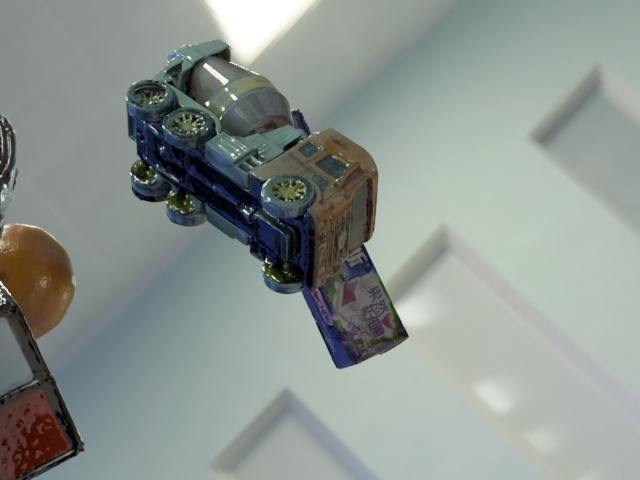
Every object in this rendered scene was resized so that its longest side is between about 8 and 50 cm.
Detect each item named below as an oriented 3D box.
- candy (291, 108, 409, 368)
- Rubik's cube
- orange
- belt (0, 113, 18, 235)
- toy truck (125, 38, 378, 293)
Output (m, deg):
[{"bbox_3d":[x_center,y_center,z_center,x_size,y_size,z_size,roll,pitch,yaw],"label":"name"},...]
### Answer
[{"bbox_3d":[0.000,0.000,2.242,0.088,0.312,0.061,-27,2,-26],"label":"candy"},{"bbox_3d":[-0.355,0.144,1.813,0.183,0.167,0.180,-25,-67,-14],"label":"Rubik's cube"},{"bbox_3d":[-0.394,0.056,2.444,0.156,0.156,0.124,-46,-9,-2],"label":"orange"},{"bbox_3d":[-0.447,-0.042,2.162,0.289,0.184,0.164,-78,2,-60],"label":"belt"},{"bbox_3d":[-0.059,-0.075,1.582,0.140,0.256,0.108,-36,-34,-33],"label":"toy truck"}]
